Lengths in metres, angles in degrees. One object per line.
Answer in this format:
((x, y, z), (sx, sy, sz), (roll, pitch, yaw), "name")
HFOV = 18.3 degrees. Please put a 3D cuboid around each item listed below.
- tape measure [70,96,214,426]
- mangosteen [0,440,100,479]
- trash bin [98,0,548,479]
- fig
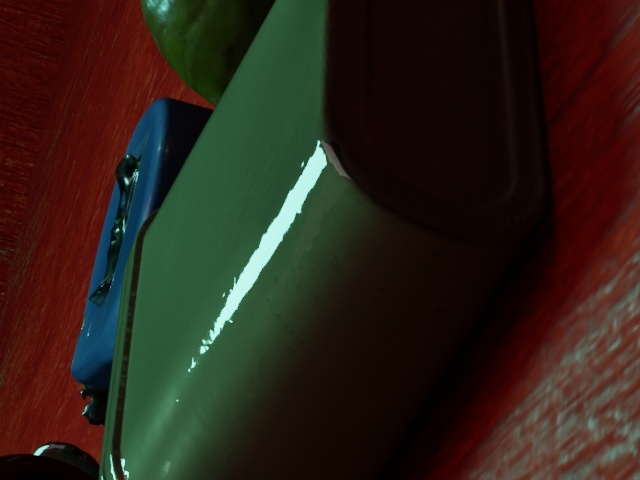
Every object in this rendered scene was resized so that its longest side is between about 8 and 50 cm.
((-0.085, 0.002, 1.304), (0.351, 0.098, 0.215), (149, 134, -69), "tape measure")
((-0.186, 0.225, 1.335), (0.200, 0.200, 0.200), (-164, 90, -77), "mangosteen")
((0.000, 0.000, 0.890), (0.243, 0.121, 0.247), (-89, 23, -48), "trash bin")
((-0.029, -0.103, 1.076), (0.259, 0.151, 0.151), (101, 177, -58), "fig")
